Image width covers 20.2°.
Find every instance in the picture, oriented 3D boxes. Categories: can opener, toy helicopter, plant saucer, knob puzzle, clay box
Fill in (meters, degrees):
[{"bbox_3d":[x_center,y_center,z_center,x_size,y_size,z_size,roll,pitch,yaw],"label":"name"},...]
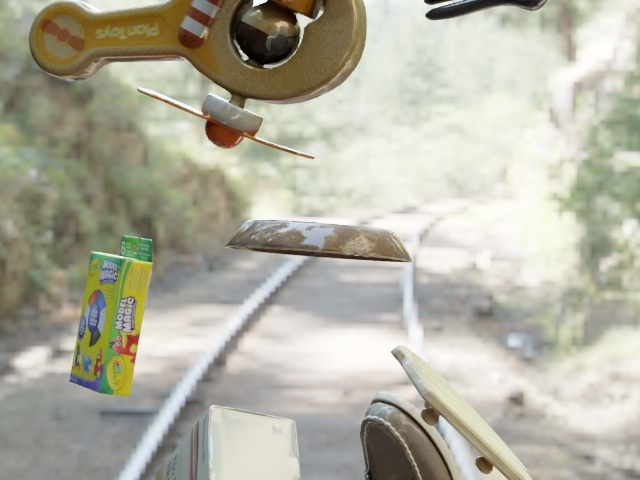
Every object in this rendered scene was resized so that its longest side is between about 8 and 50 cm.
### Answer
[{"bbox_3d":[0.226,-0.333,2.397,0.186,0.059,0.073,-8,-35,22],"label":"can opener"},{"bbox_3d":[-0.125,-0.192,1.783,0.355,0.235,0.140,-3,-2,20],"label":"toy helicopter"},{"bbox_3d":[0.000,0.000,1.604,0.168,0.029,0.168,6,-2,0],"label":"plant saucer"},{"bbox_3d":[0.128,0.172,1.721,0.213,0.030,0.213,45,5,-5],"label":"knob puzzle"},{"bbox_3d":[-0.295,0.102,2.537,0.053,0.222,0.127,9,-1,-28],"label":"clay box"}]

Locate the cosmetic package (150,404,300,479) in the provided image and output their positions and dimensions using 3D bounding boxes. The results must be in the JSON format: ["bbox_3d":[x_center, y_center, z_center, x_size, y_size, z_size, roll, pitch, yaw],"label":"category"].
[{"bbox_3d":[-0.146,0.361,2.413,0.129,0.153,0.296,14,-40,-22],"label":"cosmetic package"}]

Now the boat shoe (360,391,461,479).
[{"bbox_3d":[0.109,0.331,2.201,0.117,0.324,0.097,17,47,41],"label":"boat shoe"}]
